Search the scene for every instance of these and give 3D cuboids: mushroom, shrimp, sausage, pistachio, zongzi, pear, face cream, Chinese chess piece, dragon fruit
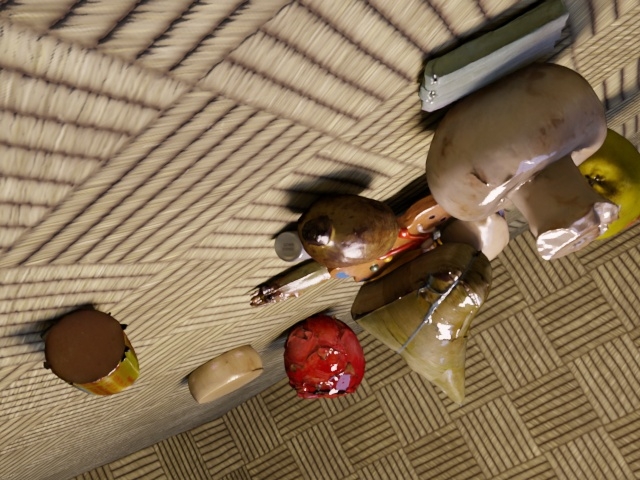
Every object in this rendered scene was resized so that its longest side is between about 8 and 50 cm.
[{"bbox_3d":[0.322,-0.111,1.020,0.297,0.290,0.297,-27,166,-7],"label":"mushroom"},{"bbox_3d":[-0.045,0.093,1.521,0.267,0.061,0.145,-26,176,-22],"label":"shrimp"},{"bbox_3d":[-0.372,0.203,1.125,0.125,0.117,0.317,-11,164,-12],"label":"sausage"},{"bbox_3d":[0.345,-0.021,1.457,0.152,0.126,0.223,4,150,2],"label":"pistachio"},{"bbox_3d":[0.307,0.199,1.486,0.356,0.393,0.174,-37,-171,47],"label":"zongzi"},{"bbox_3d":[0.657,-0.145,1.665,0.287,0.287,0.375,-32,-174,11],"label":"pear"},{"bbox_3d":[0.000,0.000,1.250,0.084,0.057,0.198,1,-172,36],"label":"face cream"},{"bbox_3d":[-0.309,0.435,2.135,0.251,0.097,0.251,-28,166,-8],"label":"Chinese chess piece"},{"bbox_3d":[0.006,0.414,2.289,0.295,0.302,0.295,-22,169,-5],"label":"dragon fruit"}]

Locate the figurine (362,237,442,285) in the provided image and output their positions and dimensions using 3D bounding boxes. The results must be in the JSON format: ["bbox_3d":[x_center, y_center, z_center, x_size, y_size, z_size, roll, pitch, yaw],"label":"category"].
[{"bbox_3d":[0.256,0.066,1.735,0.323,0.196,0.320,-24,175,-23],"label":"figurine"}]

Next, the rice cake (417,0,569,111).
[{"bbox_3d":[0.226,-0.244,0.879,0.211,0.038,0.124,-29,167,0],"label":"rice cake"}]

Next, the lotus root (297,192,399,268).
[{"bbox_3d":[0.045,-0.018,1.117,0.145,0.128,0.260,-4,-178,28],"label":"lotus root"}]

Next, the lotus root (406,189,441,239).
[{"bbox_3d":[0.266,-0.077,1.499,0.203,0.078,0.183,-35,154,8],"label":"lotus root"}]

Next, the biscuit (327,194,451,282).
[{"bbox_3d":[0.163,0.003,1.410,0.324,0.049,0.205,-39,151,27],"label":"biscuit"}]
